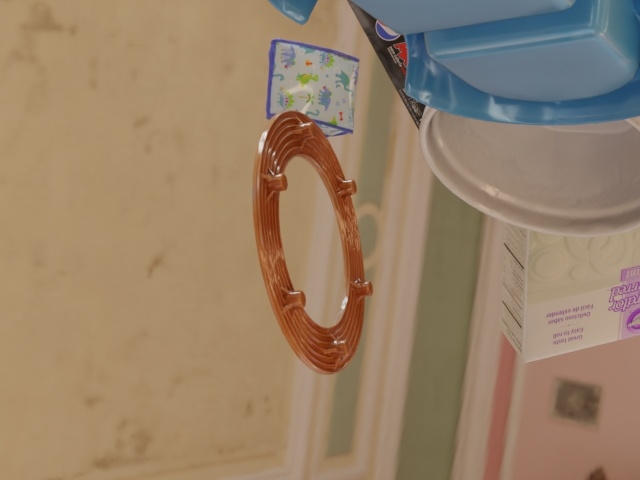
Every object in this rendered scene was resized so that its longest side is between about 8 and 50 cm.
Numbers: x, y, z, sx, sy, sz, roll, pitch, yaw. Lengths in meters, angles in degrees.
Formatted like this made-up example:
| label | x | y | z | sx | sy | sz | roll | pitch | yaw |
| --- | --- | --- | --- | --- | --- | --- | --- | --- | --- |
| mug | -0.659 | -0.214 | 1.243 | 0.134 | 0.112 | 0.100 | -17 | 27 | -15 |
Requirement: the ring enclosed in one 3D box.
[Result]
| label | x | y | z | sx | sy | sz | roll | pitch | yaw |
| --- | --- | --- | --- | --- | --- | --- | --- | --- | --- |
| ring | 0.000 | 0.000 | 1.540 | 0.336 | 0.032 | 0.336 | -11 | -90 | -69 |

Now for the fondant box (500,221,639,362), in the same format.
| label | x | y | z | sx | sy | sz | roll | pitch | yaw |
| --- | --- | --- | --- | --- | --- | --- | --- | --- | --- |
| fondant box | 0.379 | -0.007 | 1.719 | 0.238 | 0.096 | 0.330 | -12 | -55 | -12 |

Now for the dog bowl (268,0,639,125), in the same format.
| label | x | y | z | sx | sy | sz | roll | pitch | yaw |
| --- | --- | --- | --- | --- | --- | --- | --- | --- | --- |
| dog bowl | 0.091 | -0.135 | 0.627 | 0.297 | 0.166 | 0.074 | 20 | -109 | -56 |

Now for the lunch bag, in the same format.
| label | x | y | z | sx | sy | sz | roll | pitch | yaw |
| --- | --- | --- | --- | --- | --- | --- | --- | --- | --- |
| lunch bag | -0.022 | -0.236 | 1.920 | 0.151 | 0.096 | 0.128 | 12 | -102 | -42 |

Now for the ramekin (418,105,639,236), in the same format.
| label | x | y | z | sx | sy | sz | roll | pitch | yaw |
| --- | --- | --- | --- | --- | --- | --- | --- | --- | --- |
| ramekin | 0.193 | -0.104 | 1.001 | 0.207 | 0.207 | 0.109 | 53 | -132 | -45 |

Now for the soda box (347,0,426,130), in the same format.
| label | x | y | z | sx | sy | sz | roll | pitch | yaw |
| --- | --- | --- | --- | --- | --- | --- | --- | --- | --- |
| soda box | 0.088 | -0.199 | 1.280 | 0.169 | 0.053 | 0.060 | 61 | -168 | -10 |
